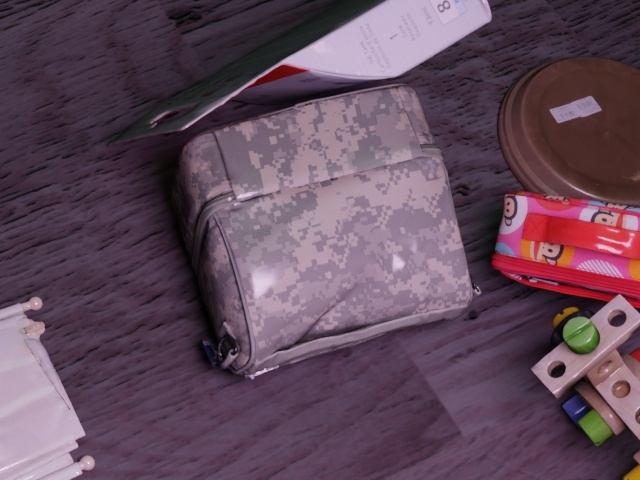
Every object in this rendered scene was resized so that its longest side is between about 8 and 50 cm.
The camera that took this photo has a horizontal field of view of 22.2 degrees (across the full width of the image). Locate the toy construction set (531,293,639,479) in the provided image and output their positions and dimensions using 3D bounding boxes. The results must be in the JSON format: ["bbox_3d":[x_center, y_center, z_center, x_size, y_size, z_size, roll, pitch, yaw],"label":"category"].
[{"bbox_3d":[0.368,0.166,1.707,0.309,0.237,0.257,-17,50,15],"label":"toy construction set"}]

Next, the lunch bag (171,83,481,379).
[{"bbox_3d":[0.000,0.000,1.808,0.305,0.212,0.256,-13,66,-18],"label":"lunch bag"}]

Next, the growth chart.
[{"bbox_3d":[-0.342,0.175,1.722,0.172,0.021,0.237,-14,61,-22],"label":"growth chart"}]

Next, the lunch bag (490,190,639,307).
[{"bbox_3d":[0.346,0.014,1.817,0.293,0.258,0.120,12,90,30],"label":"lunch bag"}]

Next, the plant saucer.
[{"bbox_3d":[0.365,-0.133,2.096,0.278,0.041,0.278,6,56,-9],"label":"plant saucer"}]

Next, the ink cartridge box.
[{"bbox_3d":[-0.031,-0.182,1.884,0.385,0.308,0.091,-34,102,-19],"label":"ink cartridge box"}]
